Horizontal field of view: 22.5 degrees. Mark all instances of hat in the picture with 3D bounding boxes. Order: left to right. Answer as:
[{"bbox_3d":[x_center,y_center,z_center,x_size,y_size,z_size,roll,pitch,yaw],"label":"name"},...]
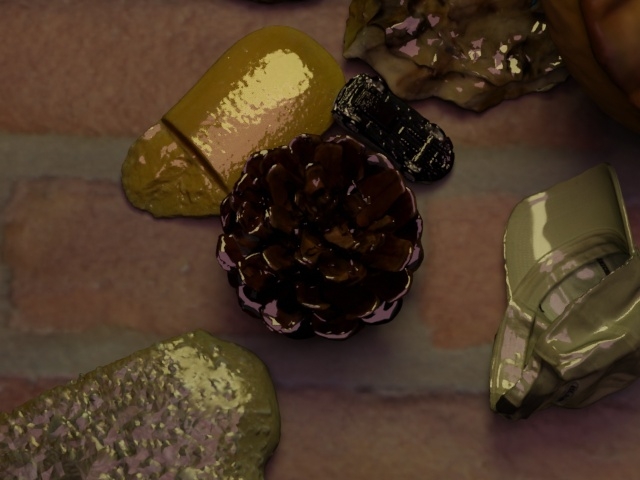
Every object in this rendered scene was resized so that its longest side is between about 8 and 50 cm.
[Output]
[{"bbox_3d":[0.165,0.034,1.049,0.122,0.081,0.166,-26,54,34],"label":"hat"}]

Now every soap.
[{"bbox_3d":[-0.058,-0.075,1.093,0.089,0.033,0.168,43,80,11],"label":"soap"}]

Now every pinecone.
[{"bbox_3d":[-0.001,-0.002,1.028,0.140,0.121,0.140,0,81,-1],"label":"pinecone"}]

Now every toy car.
[{"bbox_3d":[0.050,-0.074,1.091,0.093,0.025,0.041,40,74,-10],"label":"toy car"}]

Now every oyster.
[{"bbox_3d":[0.124,-0.193,1.100,0.214,0.083,0.223,14,82,8],"label":"oyster"}]

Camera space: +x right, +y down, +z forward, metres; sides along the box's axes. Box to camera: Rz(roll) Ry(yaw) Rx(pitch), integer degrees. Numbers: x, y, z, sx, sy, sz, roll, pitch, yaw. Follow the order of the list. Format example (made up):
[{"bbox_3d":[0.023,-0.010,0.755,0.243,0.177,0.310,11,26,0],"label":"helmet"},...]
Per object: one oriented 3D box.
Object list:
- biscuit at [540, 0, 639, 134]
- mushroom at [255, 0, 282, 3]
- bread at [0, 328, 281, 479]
[{"bbox_3d":[0.257,-0.203,1.027,0.296,0.102,0.296,-8,105,-30],"label":"biscuit"},{"bbox_3d":[-0.029,-0.190,1.130,0.101,0.019,0.049,4,76,0],"label":"mushroom"},{"bbox_3d":[-0.139,0.187,1.016,0.286,0.056,0.207,-28,74,-5],"label":"bread"}]
